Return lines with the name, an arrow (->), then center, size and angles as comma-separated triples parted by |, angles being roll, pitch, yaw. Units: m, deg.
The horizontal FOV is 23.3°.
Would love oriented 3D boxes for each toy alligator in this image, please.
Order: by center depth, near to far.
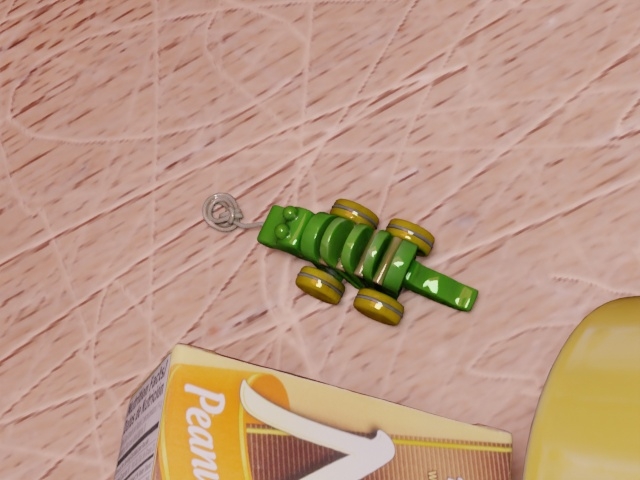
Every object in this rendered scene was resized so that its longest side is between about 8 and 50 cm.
toy alligator -> 0.000, 0.000, 0.891 | 0.190, 0.051, 0.056 | 20, 76, 27

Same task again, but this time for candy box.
candy box -> -0.017, 0.223, 0.711 | 0.183, 0.087, 0.316 | 17, 59, -18

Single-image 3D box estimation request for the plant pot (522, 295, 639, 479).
plant pot -> 0.226, 0.115, 0.660 | 0.239, 0.254, 0.254 | 7, 71, 38
